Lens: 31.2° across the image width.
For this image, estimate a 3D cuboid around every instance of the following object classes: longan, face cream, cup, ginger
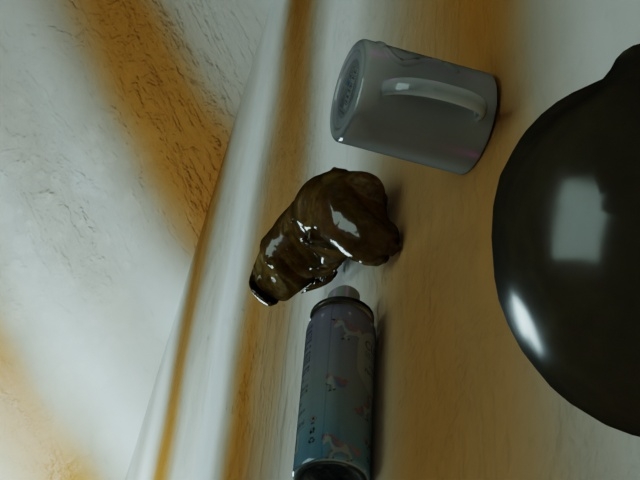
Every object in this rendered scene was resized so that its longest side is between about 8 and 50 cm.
[{"bbox_3d":[0.155,0.003,0.500,0.189,0.189,0.189,-163,90,-78],"label":"longan"},{"bbox_3d":[0.017,0.140,1.140,0.075,0.075,0.229,119,162,-44],"label":"face cream"},{"bbox_3d":[0.091,-0.131,1.044,0.136,0.133,0.099,125,155,-55],"label":"cup"},{"bbox_3d":[0.004,-0.010,1.337,0.133,0.107,0.309,-63,11,-26],"label":"ginger"}]
